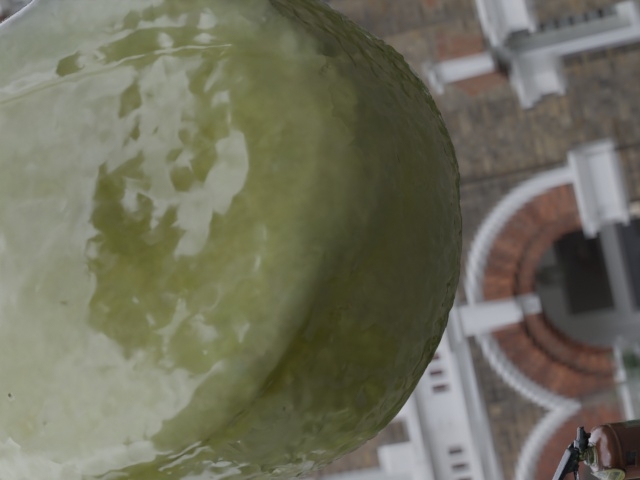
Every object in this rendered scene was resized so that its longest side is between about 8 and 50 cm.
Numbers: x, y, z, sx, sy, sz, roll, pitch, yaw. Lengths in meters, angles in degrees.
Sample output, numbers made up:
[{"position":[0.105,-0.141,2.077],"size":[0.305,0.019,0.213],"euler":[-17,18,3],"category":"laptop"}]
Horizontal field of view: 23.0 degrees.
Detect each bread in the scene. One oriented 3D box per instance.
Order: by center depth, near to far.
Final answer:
[{"position":[-0.077,0.004,0.850],"size":[0.237,0.320,0.321],"euler":[18,-120,-52],"category":"bread"}]

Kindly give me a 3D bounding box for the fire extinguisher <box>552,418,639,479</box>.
[{"position":[0.268,0.168,1.258],"size":[0.050,0.177,0.062],"euler":[-124,30,-65],"category":"fire extinguisher"}]
